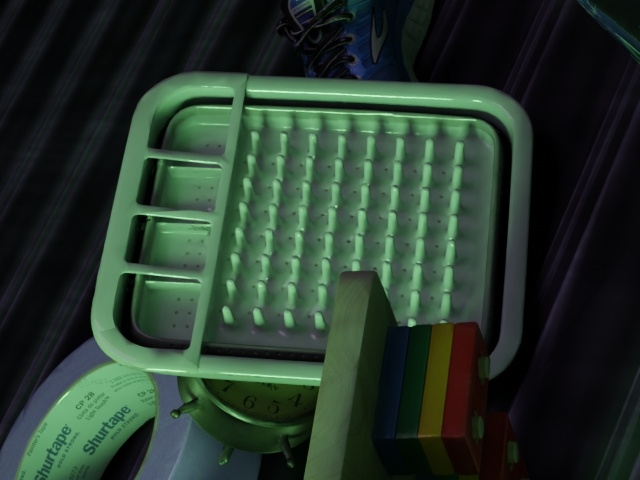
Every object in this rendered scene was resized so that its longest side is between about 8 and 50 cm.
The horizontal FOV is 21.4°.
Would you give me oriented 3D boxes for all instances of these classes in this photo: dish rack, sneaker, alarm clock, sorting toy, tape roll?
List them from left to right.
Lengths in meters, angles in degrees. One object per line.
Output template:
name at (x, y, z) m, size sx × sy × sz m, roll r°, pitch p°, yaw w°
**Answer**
tape roll at (-0.179, 0.209, 1.496) m, size 0.275 × 0.090 × 0.275 m, roll -30°, pitch 41°, yaw 30°
alarm clock at (-0.047, 0.100, 1.411) m, size 0.064 × 0.129 × 0.192 m, roll 115°, pitch 178°, yaw -50°
dish rack at (0.000, 0.000, 1.360) m, size 0.333 × 0.072 × 0.285 m, roll 3°, pitch 57°, yaw 8°
sneaker at (0.016, -0.162, 1.545) m, size 0.130 × 0.147 × 0.330 m, roll -28°, pitch 43°, yaw 33°
sorting toy at (0.071, 0.194, 1.085) m, size 0.089 × 0.257 × 0.255 m, roll -4°, pitch 49°, yaw 17°

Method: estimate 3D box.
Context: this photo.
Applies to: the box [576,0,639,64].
box at (0.284, -0.105, 1.074) m, size 0.103 × 0.261 × 0.184 m, roll -45°, pitch 34°, yaw 11°
